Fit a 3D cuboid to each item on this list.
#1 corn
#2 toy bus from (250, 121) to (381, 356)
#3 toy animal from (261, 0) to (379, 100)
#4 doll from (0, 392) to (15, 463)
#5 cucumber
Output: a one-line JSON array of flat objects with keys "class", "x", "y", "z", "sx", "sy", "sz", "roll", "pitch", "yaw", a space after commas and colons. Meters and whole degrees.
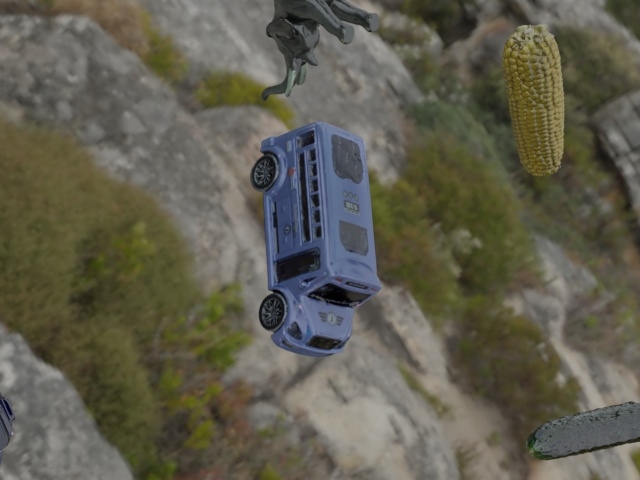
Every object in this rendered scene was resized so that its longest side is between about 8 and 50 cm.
[{"class": "corn", "x": 0.343, "y": -0.220, "z": 1.923, "sx": 0.091, "sy": 0.091, "sz": 0.260, "roll": 37, "pitch": -29, "yaw": 48}, {"class": "toy bus", "x": 0.000, "y": 0.000, "z": 1.584, "sx": 0.126, "sy": 0.133, "sz": 0.292, "roll": 16, "pitch": 62, "yaw": -45}, {"class": "toy animal", "x": -0.006, "y": -0.275, "z": 1.460, "sx": 0.137, "sy": 0.269, "sz": 0.082, "roll": 22, "pitch": 34, "yaw": 24}, {"class": "doll", "x": -0.472, "y": 0.223, "z": 1.251, "sx": 0.310, "sy": 0.284, "sz": 0.240, "roll": -41, "pitch": 119, "yaw": -58}, {"class": "cucumber", "x": 0.328, "y": 0.241, "z": 1.500, "sx": 0.215, "sy": 0.052, "sz": 0.058, "roll": -5, "pitch": 19, "yaw": -38}]
